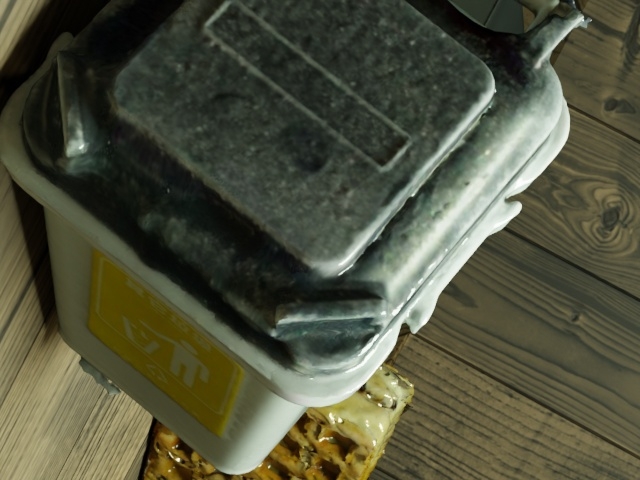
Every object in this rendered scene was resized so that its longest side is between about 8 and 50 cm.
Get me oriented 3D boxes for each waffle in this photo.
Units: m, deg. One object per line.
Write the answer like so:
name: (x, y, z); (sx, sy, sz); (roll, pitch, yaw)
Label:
waffle: (-0.050, 0.189, 1.780); (0.091, 0.213, 0.308); (-50, 167, -38)

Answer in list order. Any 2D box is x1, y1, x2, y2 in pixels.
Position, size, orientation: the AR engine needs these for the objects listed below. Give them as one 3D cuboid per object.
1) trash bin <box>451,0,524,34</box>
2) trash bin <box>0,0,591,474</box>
trash bin: (0.129, -0.196, 1.915); (0.165, 0.115, 0.225); (-60, 169, -13)
trash bin: (-0.025, -0.028, 1.174); (0.296, 0.256, 0.367); (-50, 173, -24)
